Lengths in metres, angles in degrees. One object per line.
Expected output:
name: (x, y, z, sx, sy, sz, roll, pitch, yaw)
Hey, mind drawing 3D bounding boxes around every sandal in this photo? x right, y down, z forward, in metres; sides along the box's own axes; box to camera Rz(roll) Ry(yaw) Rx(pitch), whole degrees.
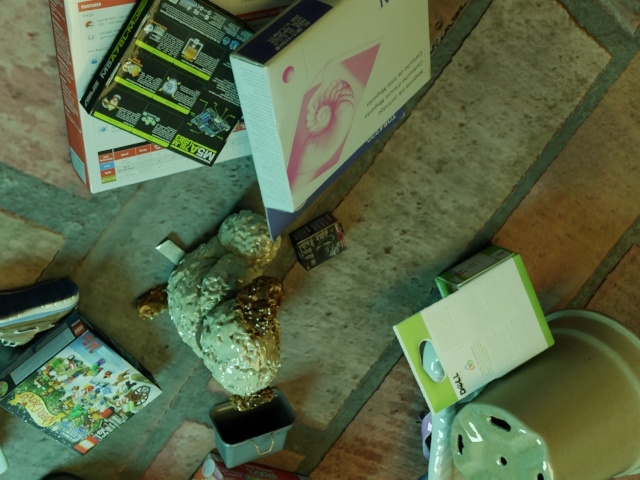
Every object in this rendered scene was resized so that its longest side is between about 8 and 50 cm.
sandal: (0.239, 0.328, 1.978, 0.169, 0.102, 0.417, -20, 117, -38)

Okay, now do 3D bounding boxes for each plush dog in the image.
plush dog: (-0.131, 0.118, 1.510, 0.210, 0.225, 0.263, -15, 127, -24)

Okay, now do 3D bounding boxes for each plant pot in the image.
plant pot: (0.404, 0.327, 1.864, 0.305, 0.333, 0.334, -24, 132, -38)

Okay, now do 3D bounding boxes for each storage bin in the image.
storage bin: (-0.112, 0.324, 1.758, 0.135, 0.098, 0.091, -16, 138, -22)

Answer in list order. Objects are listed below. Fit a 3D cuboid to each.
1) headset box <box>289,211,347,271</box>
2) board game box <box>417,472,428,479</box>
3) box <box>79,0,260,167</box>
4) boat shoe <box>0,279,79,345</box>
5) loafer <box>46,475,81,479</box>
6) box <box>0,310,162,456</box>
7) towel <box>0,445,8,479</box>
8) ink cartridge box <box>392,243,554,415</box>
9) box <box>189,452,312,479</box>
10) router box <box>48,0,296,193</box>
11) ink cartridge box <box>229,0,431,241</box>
headset box: (0.000, 0.000, 1.643, 0.083, 0.032, 0.062, -30, 132, -12)
board game box: (0.211, 0.538, 2.136, 0.201, 0.035, 0.136, -32, 132, -10)
box: (-0.166, -0.201, 1.283, 0.190, 0.045, 0.184, 21, 109, -40)
boat shoe: (-0.416, 0.110, 1.435, 0.183, 0.066, 0.066, -12, 127, -25)
loafer: (-0.326, 0.507, 1.716, 0.134, 0.130, 0.366, -49, 132, 6)
box: (-0.350, 0.213, 1.529, 0.159, 0.044, 0.233, -39, 145, -4)
towel: (-0.618, 0.256, 1.393, 0.320, 0.090, 0.375, -24, 130, -17)
ink cartridge box: (0.249, 0.150, 1.815, 0.255, 0.097, 0.189, -28, 108, -12)
box: (-0.108, 0.475, 1.832, 0.256, 0.128, 0.123, 25, 105, -41)
router box: (-0.161, -0.243, 1.344, 0.335, 0.082, 0.301, -15, 127, -23)
ink cartridge box: (0.034, -0.195, 1.403, 0.324, 0.071, 0.330, -46, 145, -29)
